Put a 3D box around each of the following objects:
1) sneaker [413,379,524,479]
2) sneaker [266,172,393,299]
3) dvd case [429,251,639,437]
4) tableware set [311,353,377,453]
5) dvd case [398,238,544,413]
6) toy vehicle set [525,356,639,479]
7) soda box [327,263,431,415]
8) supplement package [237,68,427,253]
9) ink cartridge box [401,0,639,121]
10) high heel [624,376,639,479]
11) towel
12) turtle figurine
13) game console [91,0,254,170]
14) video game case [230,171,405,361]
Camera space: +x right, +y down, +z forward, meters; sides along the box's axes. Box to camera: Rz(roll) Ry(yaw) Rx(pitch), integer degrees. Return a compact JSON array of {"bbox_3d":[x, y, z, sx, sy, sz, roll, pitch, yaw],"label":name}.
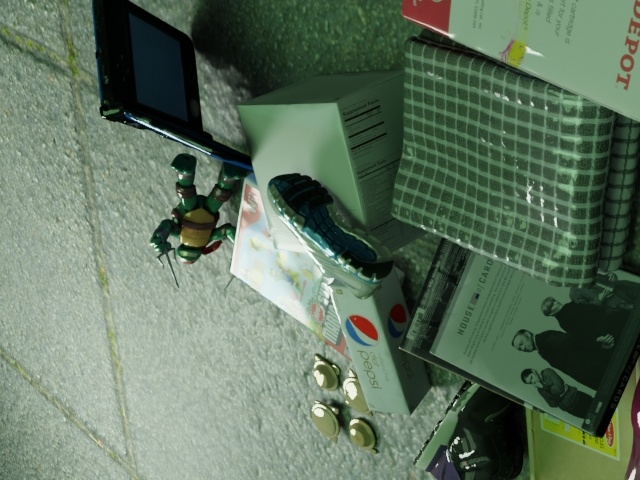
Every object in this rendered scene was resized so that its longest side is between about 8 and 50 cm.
[{"bbox_3d":[0.228,0.244,1.355,0.124,0.107,0.283,35,142,13],"label":"sneaker"},{"bbox_3d":[0.000,0.000,1.232,0.191,0.071,0.083,46,146,19],"label":"sneaker"},{"bbox_3d":[0.251,0.093,1.176,0.238,0.029,0.179,24,92,44],"label":"dvd case"},{"bbox_3d":[0.037,0.266,1.651,0.141,0.020,0.169,24,128,38],"label":"tableware set"},{"bbox_3d":[0.208,0.092,1.248,0.221,0.018,0.164,21,89,44],"label":"dvd case"},{"bbox_3d":[0.324,0.211,1.246,0.166,0.035,0.267,18,125,44],"label":"toy vehicle set"},{"bbox_3d":[0.084,0.135,1.433,0.074,0.069,0.216,2,123,37],"label":"soda box"},{"bbox_3d":[0.029,-0.099,1.314,0.194,0.149,0.203,7,118,48],"label":"supplement package"},{"bbox_3d":[0.233,-0.277,0.966,0.306,0.131,0.226,32,134,33],"label":"ink cartridge box"},{"bbox_3d":[0.474,0.247,1.019,0.377,0.127,0.181,23,122,36],"label":"high heel"},{"bbox_3d":[0.201,-0.097,1.129,0.283,0.121,0.235,24,129,41],"label":"towel"},{"bbox_3d":[-0.196,-0.023,1.652,0.118,0.175,0.234,52,139,45],"label":"turtle figurine"},{"bbox_3d":[-0.166,-0.205,1.429,0.173,0.293,0.250,-8,85,16],"label":"game console"},{"bbox_3d":[-0.013,0.049,1.536,0.285,0.025,0.204,35,137,22],"label":"video game case"}]
